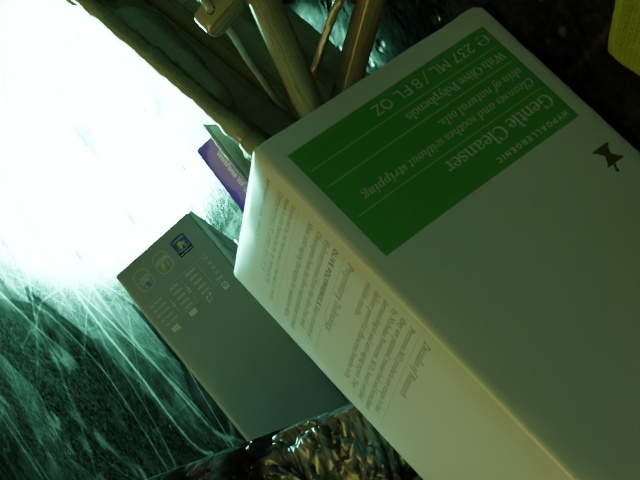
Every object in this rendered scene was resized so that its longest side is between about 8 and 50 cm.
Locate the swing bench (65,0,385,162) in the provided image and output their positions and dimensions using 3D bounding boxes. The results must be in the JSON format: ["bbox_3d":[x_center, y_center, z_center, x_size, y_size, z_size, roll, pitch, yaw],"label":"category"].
[{"bbox_3d":[-0.072,-0.192,0.995,0.253,0.165,0.254,40,152,28],"label":"swing bench"}]

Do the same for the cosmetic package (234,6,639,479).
[{"bbox_3d":[0.140,0.061,0.901,0.365,0.197,0.155,44,152,18],"label":"cosmetic package"}]

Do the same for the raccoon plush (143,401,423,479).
[{"bbox_3d":[0.062,0.262,1.100,0.446,0.216,0.299,-23,84,29],"label":"raccoon plush"}]

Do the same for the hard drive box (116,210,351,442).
[{"bbox_3d":[-0.051,0.101,1.322,0.232,0.089,0.181,49,-178,17],"label":"hard drive box"}]

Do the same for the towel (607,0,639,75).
[{"bbox_3d":[0.241,-0.069,0.766,0.237,0.021,0.102,40,151,29],"label":"towel"}]

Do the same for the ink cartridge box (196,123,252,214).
[{"bbox_3d":[0.000,0.000,1.101,0.206,0.045,0.208,52,-163,7],"label":"ink cartridge box"}]
